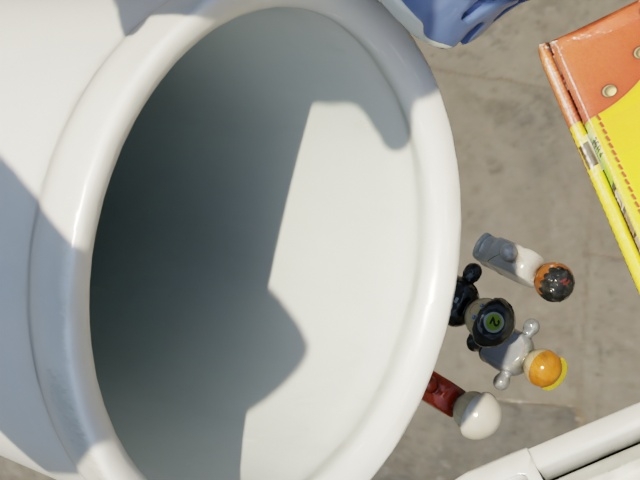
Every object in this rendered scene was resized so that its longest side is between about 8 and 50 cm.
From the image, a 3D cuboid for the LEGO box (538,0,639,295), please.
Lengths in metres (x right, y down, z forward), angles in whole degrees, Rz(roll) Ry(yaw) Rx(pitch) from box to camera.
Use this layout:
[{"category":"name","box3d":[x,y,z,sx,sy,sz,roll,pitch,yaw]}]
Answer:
[{"category":"LEGO box","box3d":[0.367,0.056,0.547,0.372,0.193,0.500,-25,56,16]}]

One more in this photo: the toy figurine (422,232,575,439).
[{"category":"toy figurine","box3d":[0.207,0.112,1.462,0.209,0.148,0.213,-21,125,-38]}]

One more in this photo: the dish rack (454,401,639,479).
[{"category":"dish rack","box3d":[0.262,0.231,0.768,0.332,0.072,0.285,-23,48,-2]}]

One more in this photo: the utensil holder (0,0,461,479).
[{"category":"utensil holder","box3d":[-0.157,-0.010,0.796,0.327,0.385,0.328,-14,108,-49]}]

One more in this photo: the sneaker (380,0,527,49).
[{"category":"sneaker","box3d":[0.171,-0.223,0.709,0.127,0.182,0.315,58,42,-8]}]
